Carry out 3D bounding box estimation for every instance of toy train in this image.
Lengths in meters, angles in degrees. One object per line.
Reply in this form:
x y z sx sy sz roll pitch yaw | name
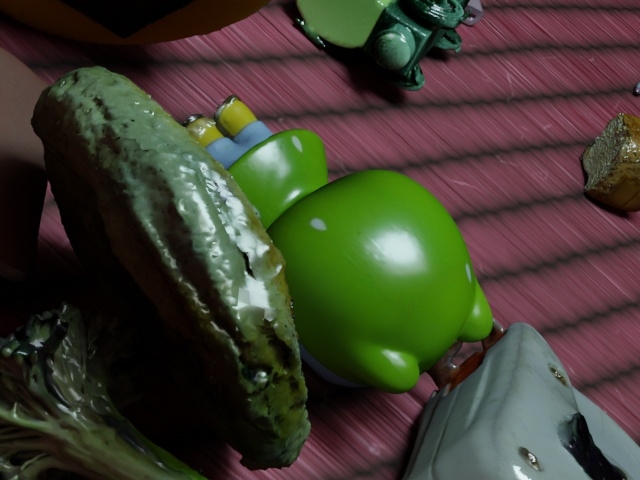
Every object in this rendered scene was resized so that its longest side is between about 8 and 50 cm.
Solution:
0.067 -0.233 1.604 0.157 0.105 0.253 32 30 4 | toy train

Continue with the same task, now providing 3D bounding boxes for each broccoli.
-0.107 0.123 0.954 0.204 0.118 0.122 32 21 20 | broccoli

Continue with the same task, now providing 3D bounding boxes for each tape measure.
0.164 0.192 1.168 0.265 0.130 0.258 45 18 -3 | tape measure

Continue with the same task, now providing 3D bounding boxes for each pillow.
-0.242 -0.068 1.079 0.171 0.075 0.179 35 36 -27 | pillow

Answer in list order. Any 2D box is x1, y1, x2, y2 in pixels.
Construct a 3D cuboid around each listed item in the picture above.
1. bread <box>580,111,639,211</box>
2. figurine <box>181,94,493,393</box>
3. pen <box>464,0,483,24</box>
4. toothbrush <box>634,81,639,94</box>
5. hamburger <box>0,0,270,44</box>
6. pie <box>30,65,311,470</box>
0.310 -0.075 1.705 0.070 0.083 0.077 23 34 -17 | bread
0.000 0.000 1.230 0.162 0.143 0.263 -27 64 -41 | figurine
0.131 -0.310 1.815 0.053 0.032 0.197 17 43 -37 | pen
0.401 -0.200 2.011 0.013 0.019 0.193 48 34 4 | toothbrush
-0.135 -0.272 1.232 0.300 0.300 0.176 17 58 -37 | hamburger
-0.091 0.025 1.027 0.078 0.277 0.277 -28 72 -17 | pie
